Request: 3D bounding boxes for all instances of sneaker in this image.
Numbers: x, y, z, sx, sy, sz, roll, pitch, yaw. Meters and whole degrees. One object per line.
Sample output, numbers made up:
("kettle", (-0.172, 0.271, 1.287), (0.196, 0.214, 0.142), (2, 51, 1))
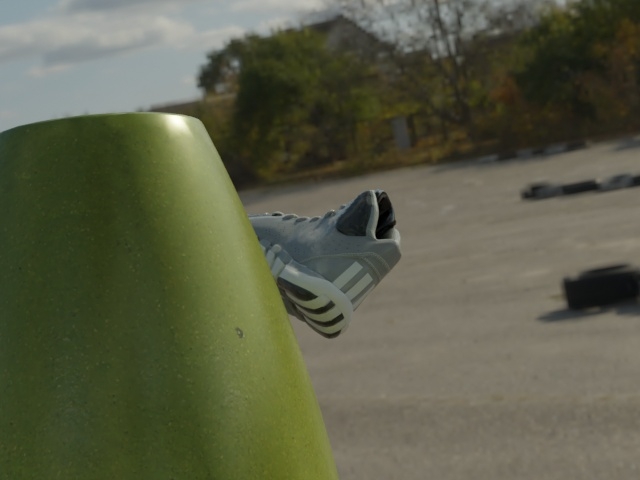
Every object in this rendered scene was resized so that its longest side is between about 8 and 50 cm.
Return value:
("sneaker", (0.000, 0.000, 1.076), (0.132, 0.086, 0.228), (-41, 33, -12))

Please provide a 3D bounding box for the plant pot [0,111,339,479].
("plant pot", (-0.128, 0.075, 0.771), (0.274, 0.294, 0.275), (-7, -3, 0))
